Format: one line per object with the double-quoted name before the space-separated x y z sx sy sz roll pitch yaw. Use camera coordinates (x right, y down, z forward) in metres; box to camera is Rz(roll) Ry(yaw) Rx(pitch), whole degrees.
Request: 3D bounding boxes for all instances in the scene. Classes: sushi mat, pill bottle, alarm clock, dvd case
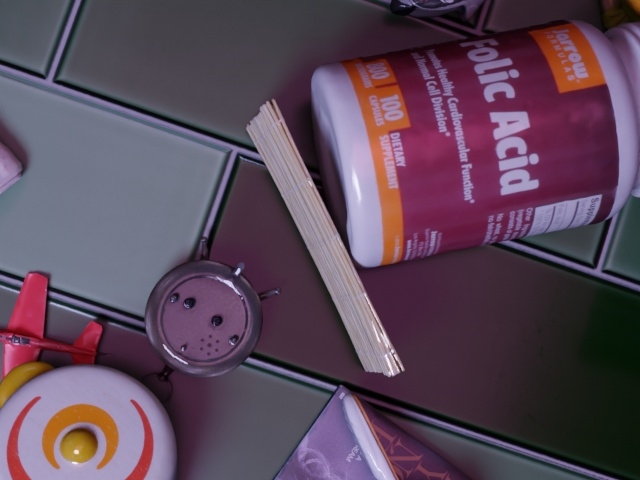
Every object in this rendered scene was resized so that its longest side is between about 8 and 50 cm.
"sushi mat" 0.000 0.000 1.290 0.019 0.151 0.316 -26 89 -10
"pill bottle" 0.201 -0.112 1.280 0.392 0.224 0.224 -12 88 -6
"alarm clock" -0.139 0.103 1.318 0.129 0.064 0.192 34 87 -3
"dvd case" 0.064 0.293 1.345 0.221 0.018 0.164 36 83 -3

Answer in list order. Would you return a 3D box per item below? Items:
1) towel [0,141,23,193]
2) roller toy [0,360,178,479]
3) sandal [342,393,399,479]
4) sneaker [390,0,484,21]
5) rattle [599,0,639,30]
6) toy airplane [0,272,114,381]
"towel" -0.502 -0.112 1.190 0.332 0.053 0.317 50 43 -11
"roller toy" -0.242 0.229 1.227 0.191 0.146 0.209 3 59 -5
"sandal" 0.108 0.275 1.290 0.076 0.102 0.265 -26 87 -3
"sneaker" 0.096 -0.329 1.356 0.229 0.086 0.132 33 86 -4
"rattle" 0.426 -0.300 1.362 0.200 0.143 0.130 -7 68 0
"toy airplane" -0.303 0.116 1.315 0.151 0.028 0.151 0 88 -5
